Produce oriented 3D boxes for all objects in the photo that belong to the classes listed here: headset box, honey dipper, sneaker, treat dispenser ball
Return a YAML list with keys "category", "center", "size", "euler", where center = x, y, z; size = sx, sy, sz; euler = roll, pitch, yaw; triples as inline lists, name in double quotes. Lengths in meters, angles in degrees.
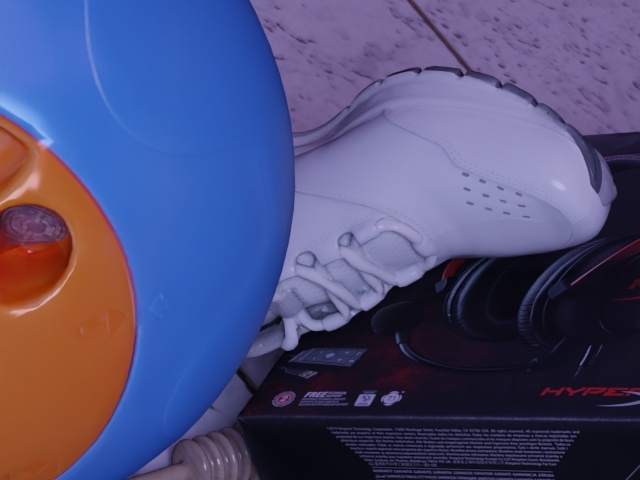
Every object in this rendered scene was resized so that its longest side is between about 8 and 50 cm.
- category: "headset box"
  center: [0.125, 0.045, 0.884]
  size: [0.293, 0.218, 0.110]
  euler: [-52, 132, -49]
- category: "honey dipper"
  center: [-0.097, 0.116, 0.813]
  size: [0.161, 0.030, 0.030]
  euler: [-11, 60, -38]
- category: "sneaker"
  center: [0.000, 0.000, 0.843]
  size: [0.111, 0.297, 0.129]
  euler: [54, 45, -37]
- category: "treat dispenser ball"
  center: [-0.154, -0.026, 0.704]
  size: [0.288, 0.288, 0.288]
  euler: [19, 44, -20]
